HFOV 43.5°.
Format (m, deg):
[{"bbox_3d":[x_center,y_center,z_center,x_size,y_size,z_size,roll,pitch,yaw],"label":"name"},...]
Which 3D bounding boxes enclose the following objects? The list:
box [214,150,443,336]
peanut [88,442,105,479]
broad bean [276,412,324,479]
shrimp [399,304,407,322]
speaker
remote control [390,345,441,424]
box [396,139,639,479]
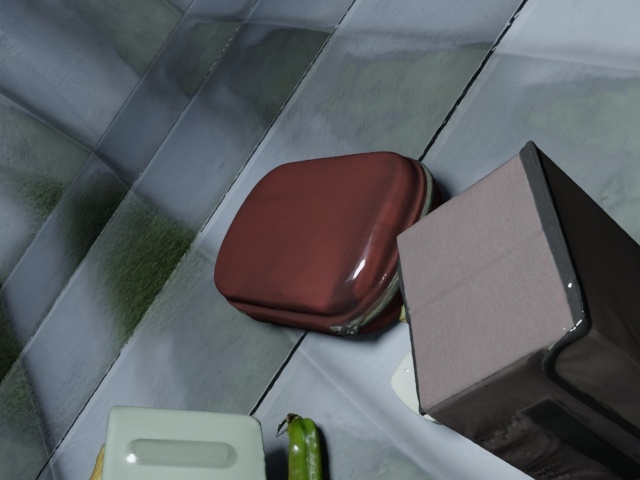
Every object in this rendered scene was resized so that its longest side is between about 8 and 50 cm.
[{"bbox_3d":[0.000,0.000,1.126,0.404,0.108,0.263,4,65,55],"label":"box"},{"bbox_3d":[-0.324,0.394,1.235,0.100,0.099,0.214,-10,48,50],"label":"peanut"},{"bbox_3d":[-0.023,0.323,0.919,0.318,0.056,0.098,-93,18,-53],"label":"broad bean"},{"bbox_3d":[0.161,0.100,0.886,0.161,0.049,0.166,-33,46,30],"label":"shrimp"},{"bbox_3d":[-0.149,0.370,0.862,0.406,0.184,0.183,-102,18,-52],"label":"speaker"},{"bbox_3d":[0.149,0.099,0.841,0.087,0.029,0.190,34,92,49],"label":"remote control"},{"bbox_3d":[0.197,0.083,0.642,0.153,0.252,0.188,-36,38,32],"label":"box"}]
